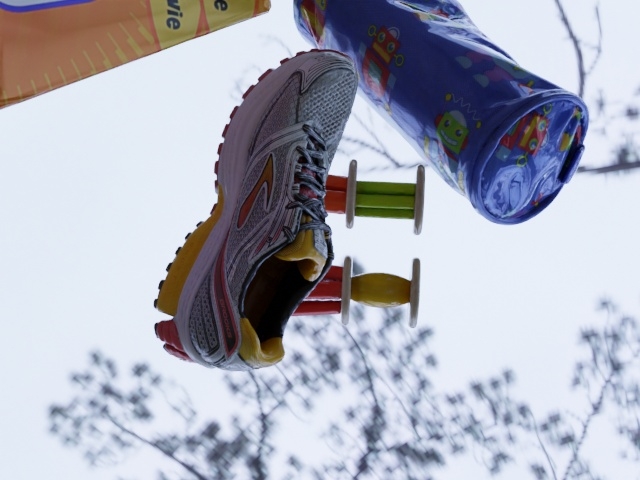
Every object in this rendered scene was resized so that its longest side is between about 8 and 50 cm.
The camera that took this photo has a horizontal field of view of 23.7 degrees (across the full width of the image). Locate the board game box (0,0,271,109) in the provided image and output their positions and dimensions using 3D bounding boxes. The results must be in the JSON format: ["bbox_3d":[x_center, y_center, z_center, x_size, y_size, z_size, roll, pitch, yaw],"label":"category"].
[{"bbox_3d":[-0.292,-0.254,0.743,0.356,0.356,0.356,-26,-150,-32],"label":"board game box"}]

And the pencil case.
[{"bbox_3d":[0.098,-0.140,1.256,0.306,0.133,0.119,50,-51,41],"label":"pencil case"}]

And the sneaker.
[{"bbox_3d":[-0.021,-0.017,0.993,0.093,0.088,0.225,15,-98,40],"label":"sneaker"}]

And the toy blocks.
[{"bbox_3d":[0.000,0.000,1.117,0.148,0.054,0.123,3,-97,1],"label":"toy blocks"}]
